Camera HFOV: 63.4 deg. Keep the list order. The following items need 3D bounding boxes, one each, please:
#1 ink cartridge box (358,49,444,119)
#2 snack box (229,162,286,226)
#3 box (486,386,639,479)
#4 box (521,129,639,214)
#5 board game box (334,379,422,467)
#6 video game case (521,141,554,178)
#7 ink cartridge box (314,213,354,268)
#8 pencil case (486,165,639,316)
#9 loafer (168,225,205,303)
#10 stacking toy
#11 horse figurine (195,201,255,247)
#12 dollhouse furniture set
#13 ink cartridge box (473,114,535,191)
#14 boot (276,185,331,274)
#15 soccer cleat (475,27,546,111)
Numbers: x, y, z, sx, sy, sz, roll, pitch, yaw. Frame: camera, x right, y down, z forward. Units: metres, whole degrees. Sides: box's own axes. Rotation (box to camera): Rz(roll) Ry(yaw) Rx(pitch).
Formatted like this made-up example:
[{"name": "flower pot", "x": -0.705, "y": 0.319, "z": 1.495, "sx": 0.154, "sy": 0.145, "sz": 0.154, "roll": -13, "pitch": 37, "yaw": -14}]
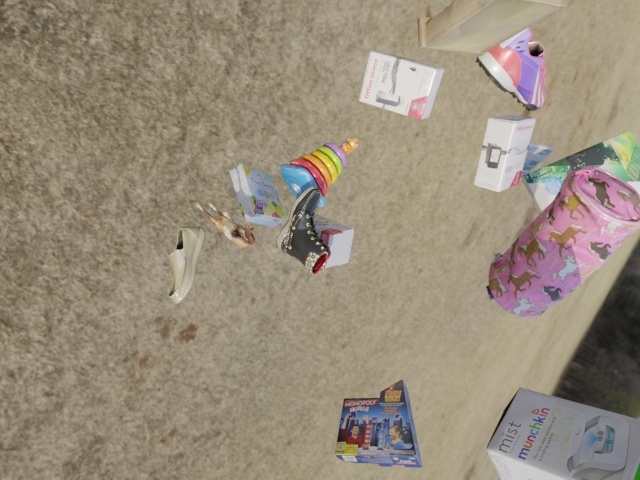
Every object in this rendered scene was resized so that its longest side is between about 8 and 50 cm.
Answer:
[{"name": "ink cartridge box", "x": 0.245, "y": -0.479, "z": 1.592, "sx": 0.092, "sy": 0.218, "sz": 0.158, "roll": -31, "pitch": 140, "yaw": -56}, {"name": "snack box", "x": -0.228, "y": -0.163, "z": 1.888, "sx": 0.070, "sy": 0.207, "sz": 0.175, "roll": -30, "pitch": 160, "yaw": 26}, {"name": "box", "x": 0.395, "y": 0.364, "z": 0.726, "sx": 0.127, "sy": 0.231, "sz": 0.261, "roll": -46, "pitch": 119, "yaw": -29}, {"name": "box", "x": 0.791, "y": -0.149, "z": 1.507, "sx": 0.322, "sy": 0.232, "sz": 0.058, "roll": -24, "pitch": 165, "yaw": 9}, {"name": "board game box", "x": 0.148, "y": 0.433, "z": 1.240, "sx": 0.194, "sy": 0.194, "sz": 0.060, "roll": -74, "pitch": 147, "yaw": -45}, {"name": "video game case", "x": 0.643, "y": -0.257, "z": 1.656, "sx": 0.157, "sy": 0.019, "sz": 0.143, "roll": 2, "pitch": 145, "yaw": -31}, {"name": "ink cartridge box", "x": 0.000, "y": 0.000, "z": 1.747, "sx": 0.128, "sy": 0.176, "sz": 0.127, "roll": -15, "pitch": 119, "yaw": -46}, {"name": "pencil case", "x": 0.517, "y": 0.013, "z": 1.130, "sx": 0.386, "sy": 0.167, "sz": 0.160, "roll": 113, "pitch": -7, "yaw": -50}, {"name": "loafer", "x": -0.457, "y": 0.072, "z": 1.700, "sx": 0.092, "sy": 0.102, "sz": 0.268, "roll": 21, "pitch": 69, "yaw": -28}, {"name": "stacking toy", "x": 0.026, "y": -0.266, "z": 1.763, "sx": 0.302, "sy": 0.175, "sz": 0.165, "roll": -42, "pitch": 123, "yaw": -19}, {"name": "horse figurine", "x": -0.275, "y": -0.043, "z": 1.601, "sx": 0.066, "sy": 0.263, "sz": 0.174, "roll": -51, "pitch": 138, "yaw": -9}, {"name": "dollhouse furniture set", "x": 0.210, "y": -0.391, "z": 0.668, "sx": 0.212, "sy": 0.161, "sz": 0.241, "roll": -1, "pitch": 88, "yaw": -21}, {"name": "ink cartridge box", "x": 0.398, "y": -0.192, "z": 1.118, "sx": 0.109, "sy": 0.063, "sz": 0.150, "roll": -19, "pitch": 124, "yaw": -44}, {"name": "boot", "x": -0.022, "y": -0.029, "z": 1.592, "sx": 0.085, "sy": 0.179, "sz": 0.236, "roll": 7, "pitch": 118, "yaw": -53}, {"name": "soccer cleat", "x": 0.461, "y": -0.377, "z": 1.154, "sx": 0.116, "sy": 0.108, "sz": 0.318, "roll": -42, "pitch": 152, "yaw": 29}]
